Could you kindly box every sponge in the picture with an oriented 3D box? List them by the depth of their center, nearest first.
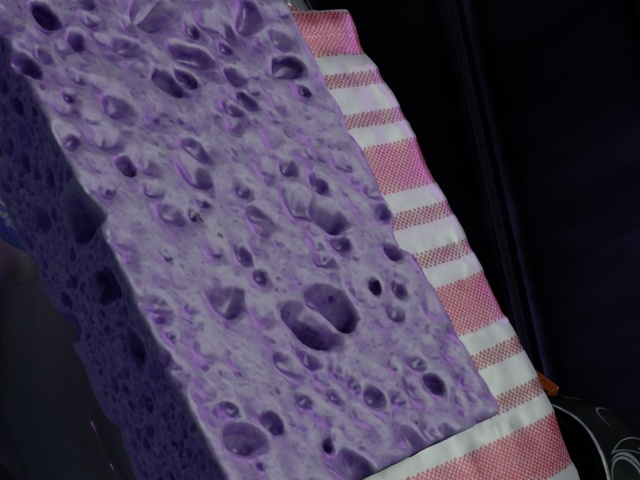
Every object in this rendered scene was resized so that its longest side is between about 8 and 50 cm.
[{"bbox_3d":[-0.038,-0.027,0.434,0.117,0.031,0.210,-13,73,-51],"label":"sponge"}]

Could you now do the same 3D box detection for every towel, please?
[{"bbox_3d":[-0.003,0.013,0.492,0.144,0.029,0.197,-12,71,-49],"label":"towel"}]

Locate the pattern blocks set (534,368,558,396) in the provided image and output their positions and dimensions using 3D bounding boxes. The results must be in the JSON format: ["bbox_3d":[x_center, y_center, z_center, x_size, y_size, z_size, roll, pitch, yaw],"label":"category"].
[{"bbox_3d":[0.274,0.268,1.655,0.285,0.026,0.325,60,-18,5],"label":"pattern blocks set"}]

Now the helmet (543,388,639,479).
[{"bbox_3d":[0.153,0.187,1.021,0.161,0.169,0.169,40,21,-54],"label":"helmet"}]

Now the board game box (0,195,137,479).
[{"bbox_3d":[-0.051,0.067,0.509,0.390,0.050,0.390,62,7,18],"label":"board game box"}]

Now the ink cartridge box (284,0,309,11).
[{"bbox_3d":[-0.076,-0.224,1.380,0.153,0.087,0.208,61,6,6],"label":"ink cartridge box"}]
